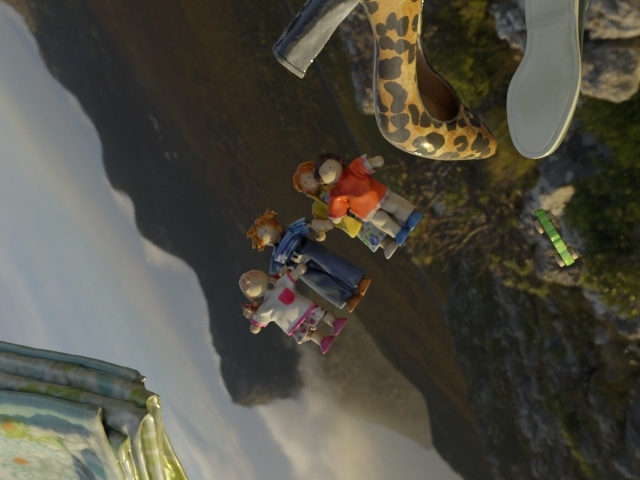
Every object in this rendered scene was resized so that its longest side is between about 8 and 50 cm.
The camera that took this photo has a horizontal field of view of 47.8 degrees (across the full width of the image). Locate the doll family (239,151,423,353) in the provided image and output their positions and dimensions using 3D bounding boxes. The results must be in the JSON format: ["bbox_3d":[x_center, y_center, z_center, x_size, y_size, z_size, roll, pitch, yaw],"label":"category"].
[{"bbox_3d":[0.000,0.000,0.890,0.163,0.263,0.118,35,-166,2],"label":"doll family"}]

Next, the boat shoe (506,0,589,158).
[{"bbox_3d":[0.379,-0.283,1.162,0.116,0.320,0.099,3,174,41],"label":"boat shoe"}]

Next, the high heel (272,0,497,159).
[{"bbox_3d":[0.111,-0.174,0.649,0.261,0.186,0.093,25,-137,-26],"label":"high heel"}]

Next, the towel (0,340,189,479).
[{"bbox_3d":[-0.307,0.248,0.783,0.374,0.090,0.321,6,127,22],"label":"towel"}]

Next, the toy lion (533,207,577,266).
[{"bbox_3d":[0.366,-0.005,1.127,0.100,0.034,0.096,60,-165,4],"label":"toy lion"}]
